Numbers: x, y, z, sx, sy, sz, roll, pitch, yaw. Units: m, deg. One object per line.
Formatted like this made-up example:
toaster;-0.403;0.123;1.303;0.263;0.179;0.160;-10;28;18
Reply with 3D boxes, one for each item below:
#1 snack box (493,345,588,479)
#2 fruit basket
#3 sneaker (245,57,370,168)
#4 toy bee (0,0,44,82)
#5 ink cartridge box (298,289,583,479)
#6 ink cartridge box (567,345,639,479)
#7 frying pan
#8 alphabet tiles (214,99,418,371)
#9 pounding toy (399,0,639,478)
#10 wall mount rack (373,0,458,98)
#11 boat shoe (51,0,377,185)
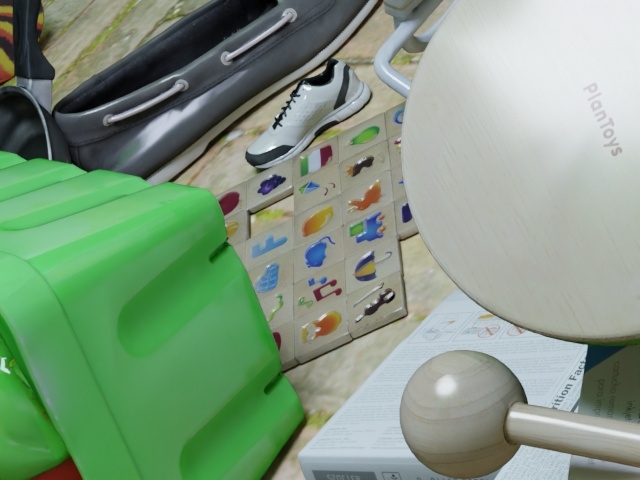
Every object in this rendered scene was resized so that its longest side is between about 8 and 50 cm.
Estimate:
snack box;0.236;0.043;0.804;0.187;0.060;0.322;8;52;47
fruit basket;-0.254;0.095;0.991;0.392;0.283;0.392;-17;24;8
sneaker;-0.016;-0.097;1.258;0.109;0.043;0.040;-39;33;-1
toy bee;-0.421;-0.164;1.671;0.298;0.162;0.195;-6;26;1
ink cartridge box;0.092;0.085;0.926;0.145;0.045;0.179;-6;24;41
ink cartridge box;0.226;0.055;0.667;0.231;0.078;0.134;-14;38;28
frying pan;-0.249;-0.085;1.318;0.197;0.053;0.326;-22;65;51
alphabet tiles;0.000;0.000;1.144;0.198;0.009;0.237;-25;33;16
pounding toy;0.135;-0.009;0.691;0.183;0.110;0.236;1;75;28
wall mount rack;0.151;-0.246;1.113;0.130;0.350;0.304;36;74;20
boat shoe;-0.073;-0.166;1.354;0.335;0.095;0.112;-42;32;-11
